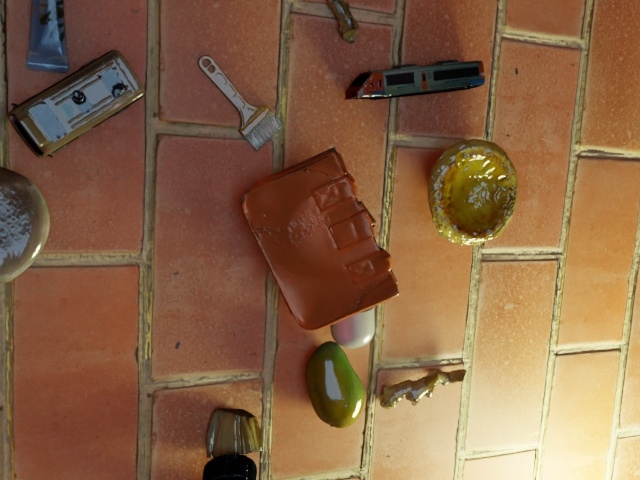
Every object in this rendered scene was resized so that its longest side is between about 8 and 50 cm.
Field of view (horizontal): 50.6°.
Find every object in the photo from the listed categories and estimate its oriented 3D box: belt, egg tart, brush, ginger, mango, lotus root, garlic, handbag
[{"bbox_3d":[-0.249,0.654,1.816,0.151,0.078,0.198,9,130,-9],"label":"belt"},{"bbox_3d":[0.429,-0.141,1.976,0.319,0.128,0.319,-4,101,-19],"label":"egg tart"},{"bbox_3d":[-0.215,-0.362,1.733,0.103,0.013,0.272,-45,111,-10],"label":"brush"},{"bbox_3d":[0.313,0.448,2.058,0.288,0.075,0.089,-13,81,-15],"label":"ginger"},{"bbox_3d":[0.039,0.410,1.914,0.156,0.114,0.251,-22,108,-10],"label":"mango"},{"bbox_3d":[0.065,-0.590,1.794,0.057,0.044,0.137,-27,107,3],"label":"ginger"},{"bbox_3d":[-0.226,0.525,1.845,0.159,0.095,0.135,1,89,17],"label":"lotus root"},{"bbox_3d":[-0.749,-0.037,1.502,0.279,0.132,0.325,-16,102,-19],"label":"garlic"},{"bbox_3d":[0.000,0.000,1.742,0.303,0.116,0.410,-24,97,10],"label":"handbag"}]

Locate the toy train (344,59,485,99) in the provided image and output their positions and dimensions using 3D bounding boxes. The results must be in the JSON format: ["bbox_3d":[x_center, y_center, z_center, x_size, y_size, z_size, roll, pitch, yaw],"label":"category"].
[{"bbox_3d":[0.260,-0.446,1.874,0.409,0.086,0.089,-10,102,-20],"label":"toy train"}]

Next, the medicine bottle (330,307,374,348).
[{"bbox_3d":[0.083,0.133,1.876,0.130,0.130,0.341,-7,101,-21],"label":"medicine bottle"}]

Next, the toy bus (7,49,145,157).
[{"bbox_3d":[-0.547,-0.307,1.525,0.289,0.157,0.139,-35,110,-14],"label":"toy bus"}]

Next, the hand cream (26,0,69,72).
[{"bbox_3d":[-0.610,-0.519,1.522,0.091,0.058,0.271,2,104,-19],"label":"hand cream"}]
